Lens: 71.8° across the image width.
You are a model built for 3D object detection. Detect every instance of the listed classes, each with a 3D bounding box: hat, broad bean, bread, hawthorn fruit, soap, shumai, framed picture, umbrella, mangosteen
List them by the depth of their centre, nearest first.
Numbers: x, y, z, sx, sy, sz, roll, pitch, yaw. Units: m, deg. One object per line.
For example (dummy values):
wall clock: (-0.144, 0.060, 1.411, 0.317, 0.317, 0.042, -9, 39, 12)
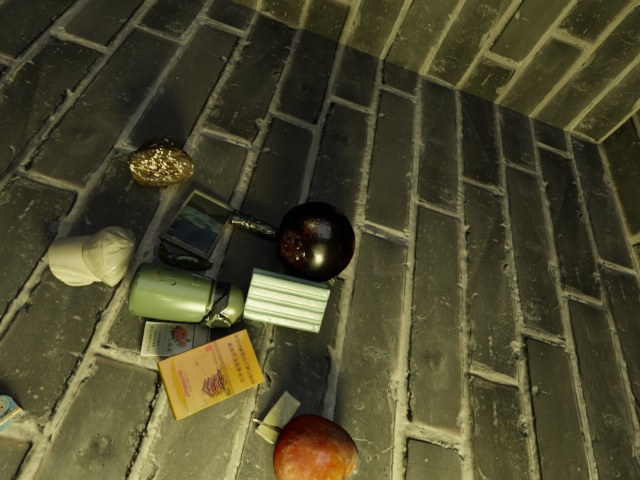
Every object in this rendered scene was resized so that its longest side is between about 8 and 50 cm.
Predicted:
hawthorn fruit: (-0.015, 0.593, 1.229, 0.235, 0.231, 0.263, 13, 53, -43)
bread: (-0.127, 0.537, 1.350, 0.068, 0.028, 0.153, 37, 53, 6)
hat: (-0.726, 0.024, 1.404, 0.226, 0.164, 0.219, 13, 51, -38)
soap: (-0.117, 0.202, 1.492, 0.265, 0.087, 0.159, 13, 98, -11)
broad bean: (-0.472, 0.066, 1.522, 0.195, 0.046, 0.061, 22, 56, -3)
mangosteen: (-0.005, 0.012, 1.592, 0.313, 0.297, 0.297, 28, 41, -51)
framed picture: (-0.446, -0.063, 1.633, 0.189, 0.023, 0.260, 27, 53, -5)
shumai: (-0.608, -0.298, 1.665, 0.218, 0.184, 0.185, -24, 33, -18)
umbrella: (-0.231, -0.048, 1.675, 0.236, 0.059, 0.066, 23, 67, -9)

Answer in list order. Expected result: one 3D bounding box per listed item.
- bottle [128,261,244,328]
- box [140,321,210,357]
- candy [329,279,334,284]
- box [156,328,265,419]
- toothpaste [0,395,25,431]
bottle: (-0.409, 0.180, 1.391, 0.347, 0.168, 0.168, 12, 55, -10)
box: (-0.450, 0.312, 1.379, 0.198, 0.029, 0.109, 7, 57, -15)
candy: (0.068, 0.105, 1.695, 0.045, 0.043, 0.175, 34, 50, 6)
box: (-0.326, 0.394, 1.322, 0.274, 0.076, 0.174, -17, 76, -28)
toothpaste: (-0.865, 0.478, 1.111, 0.070, 0.044, 0.193, 41, 54, 10)
